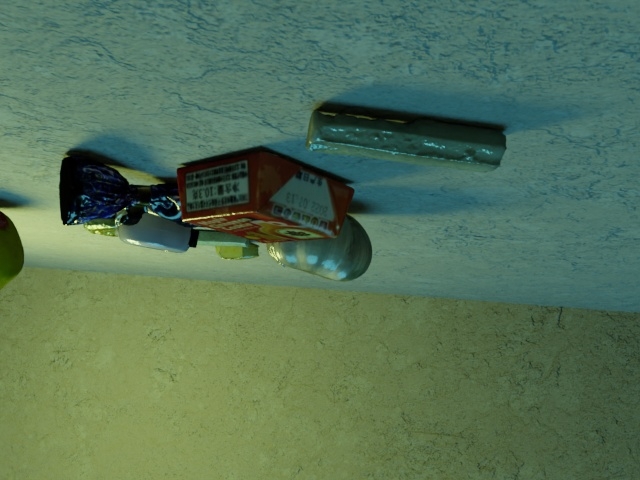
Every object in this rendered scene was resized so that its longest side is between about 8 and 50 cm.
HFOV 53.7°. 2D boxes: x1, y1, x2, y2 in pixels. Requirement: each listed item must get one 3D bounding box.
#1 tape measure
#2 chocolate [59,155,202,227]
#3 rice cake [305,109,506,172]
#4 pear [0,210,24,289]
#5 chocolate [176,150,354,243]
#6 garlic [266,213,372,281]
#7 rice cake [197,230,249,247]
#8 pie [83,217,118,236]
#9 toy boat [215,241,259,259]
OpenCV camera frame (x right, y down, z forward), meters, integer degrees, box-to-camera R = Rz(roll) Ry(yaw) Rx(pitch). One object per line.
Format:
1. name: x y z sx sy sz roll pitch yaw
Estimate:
1. tape measure: -0.394 -0.029 1.550 0.196 0.105 0.178 15 174 -39
2. chocolate: -0.336 -0.078 1.227 0.343 0.126 0.148 5 136 -43
3. rice cake: 0.111 -0.128 0.804 0.255 0.057 0.052 7 153 -5
4. pear: -0.966 0.010 1.631 0.375 0.288 0.287 29 161 -23
5. chocolate: -0.103 -0.068 1.123 0.237 0.108 0.234 -2 167 43
6. garlic: 0.002 0.000 1.322 0.227 0.152 0.228 16 -177 -1
7. rice cake: -0.321 -0.006 1.793 0.245 0.042 0.045 4 167 13
8. pie: -0.565 -0.035 1.763 0.186 0.041 0.187 5 170 1
9. toy boat: -0.256 0.027 1.903 0.172 0.065 0.066 2 -170 32
